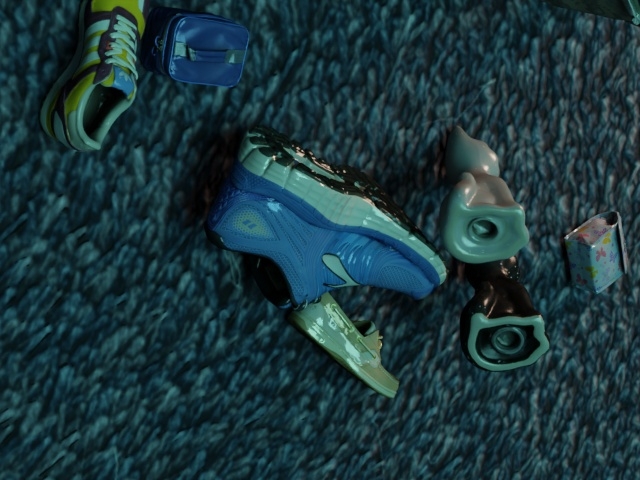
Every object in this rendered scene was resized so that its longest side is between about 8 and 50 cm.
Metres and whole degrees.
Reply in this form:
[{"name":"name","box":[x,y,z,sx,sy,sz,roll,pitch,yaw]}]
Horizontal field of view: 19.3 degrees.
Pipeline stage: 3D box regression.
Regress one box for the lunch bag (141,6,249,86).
[{"name":"lunch bag","box":[-0.121,-0.186,1.804,0.098,0.065,0.067,1,103,-39]}]

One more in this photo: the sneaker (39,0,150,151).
[{"name":"sneaker","box":[-0.192,-0.169,1.742,0.069,0.084,0.185,19,92,-40]}]

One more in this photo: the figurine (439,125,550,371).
[{"name":"figurine","box":[0.176,0.000,2.026,0.092,0.209,0.215,-11,116,4]}]

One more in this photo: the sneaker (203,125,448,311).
[{"name":"sneaker","box":[0.000,0.000,1.939,0.330,0.130,0.147,26,108,-44]}]

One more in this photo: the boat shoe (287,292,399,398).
[{"name":"boat shoe","box":[0.038,0.110,2.023,0.059,0.063,0.170,-52,128,-5]}]

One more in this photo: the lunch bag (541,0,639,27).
[{"name":"lunch bag","box":[0.270,-0.356,1.901,0.212,0.305,0.256,-14,111,-34]}]

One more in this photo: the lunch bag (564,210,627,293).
[{"name":"lunch bag","box":[0.335,0.012,2.233,0.083,0.053,0.071,-33,124,-36]}]
